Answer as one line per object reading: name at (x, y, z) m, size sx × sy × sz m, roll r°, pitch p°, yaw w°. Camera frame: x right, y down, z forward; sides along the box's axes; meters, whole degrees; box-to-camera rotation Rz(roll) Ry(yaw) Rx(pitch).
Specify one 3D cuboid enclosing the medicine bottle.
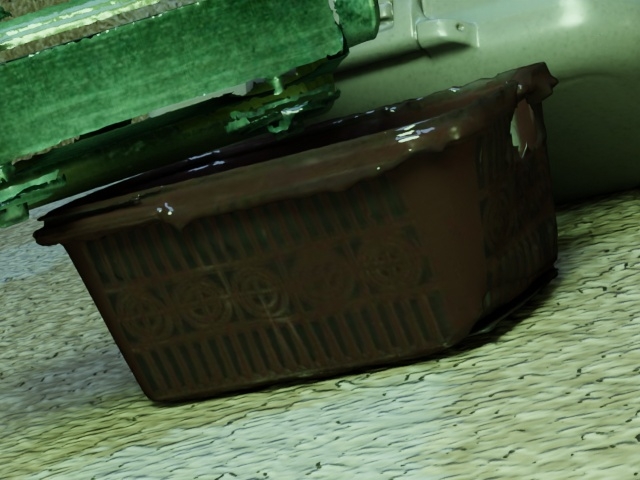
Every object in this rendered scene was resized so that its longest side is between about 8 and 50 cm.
medicine bottle at (0.083, -0.096, 1.327) m, size 0.375 × 0.123 × 0.282 m, roll -12°, pitch -21°, yaw 27°

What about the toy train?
toy train at (-0.120, -0.096, 1.115) m, size 0.307 × 0.126 × 0.189 m, roll -19°, pitch 8°, yaw -10°

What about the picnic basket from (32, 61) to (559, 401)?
picnic basket at (0.000, 0.000, 1.133) m, size 0.296 × 0.129 × 0.222 m, roll -12°, pitch 9°, yaw 29°
